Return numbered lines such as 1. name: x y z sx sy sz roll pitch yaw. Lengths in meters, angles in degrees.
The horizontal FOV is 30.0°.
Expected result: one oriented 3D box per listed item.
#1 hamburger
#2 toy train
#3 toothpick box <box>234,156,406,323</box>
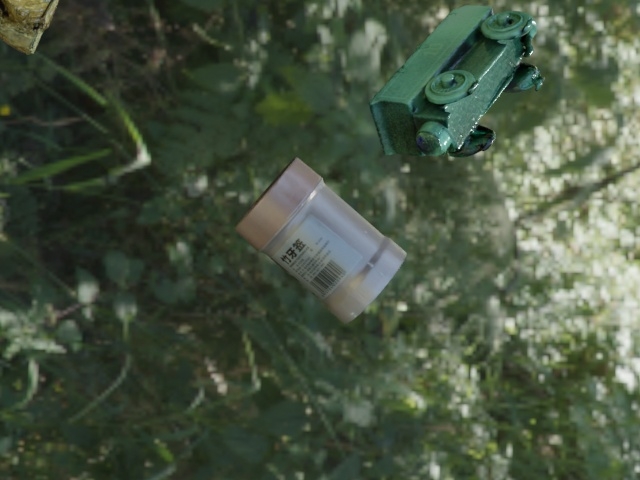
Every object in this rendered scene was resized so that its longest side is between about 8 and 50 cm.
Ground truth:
1. hamburger: -0.366 -0.297 1.445 0.087 0.102 0.176 119 -14 -44
2. toy train: 0.110 -0.129 0.960 0.172 0.099 0.070 -50 135 -34
3. toothpick box: 0.000 0.000 1.203 0.149 0.098 0.098 40 32 -5
